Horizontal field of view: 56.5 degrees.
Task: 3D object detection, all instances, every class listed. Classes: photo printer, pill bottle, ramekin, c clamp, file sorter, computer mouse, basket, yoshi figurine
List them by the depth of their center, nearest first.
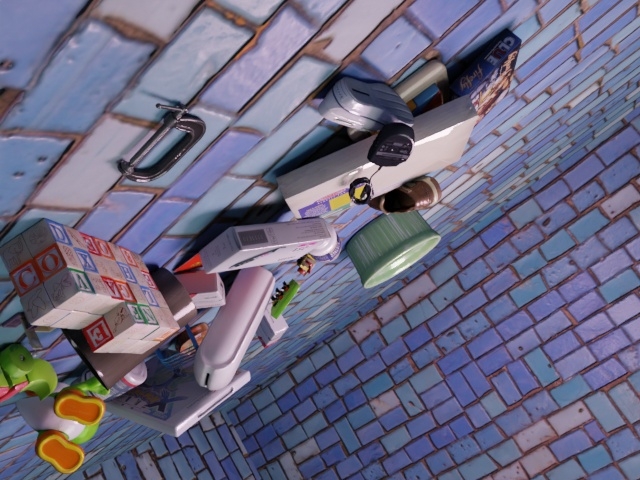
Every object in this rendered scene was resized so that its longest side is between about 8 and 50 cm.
[{"bbox_3d":[-0.228,-0.135,0.837,0.160,0.022,0.137,-42,168,25],"label":"c clamp"},{"bbox_3d":[0.107,-0.142,1.112,0.071,0.041,0.242,6,149,-18],"label":"computer mouse"},{"bbox_3d":[-0.376,0.168,1.200,0.227,0.154,0.204,-37,-174,-25],"label":"basket"},{"bbox_3d":[-0.573,0.418,1.384,0.203,0.203,0.362,-18,-175,-30],"label":"yoshi figurine"},{"bbox_3d":[-0.556,0.362,1.554,0.180,0.108,0.108,-29,166,11],"label":"pill bottle"},{"bbox_3d":[-0.230,0.239,1.558,0.256,0.107,0.308,115,0,-63],"label":"photo printer"},{"bbox_3d":[0.000,0.000,1.566,0.094,0.094,0.169,-33,165,1],"label":"pill bottle"},{"bbox_3d":[-0.388,0.267,1.587,0.104,0.118,0.170,-25,164,-15],"label":"file sorter"},{"bbox_3d":[0.232,0.015,1.978,0.303,0.148,0.303,-30,165,-9],"label":"ramekin"}]

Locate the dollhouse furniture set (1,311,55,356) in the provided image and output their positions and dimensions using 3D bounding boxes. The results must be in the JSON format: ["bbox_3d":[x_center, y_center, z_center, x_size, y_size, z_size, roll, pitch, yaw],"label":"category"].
[{"bbox_3d":[-0.503,0.168,1.108,0.091,0.081,0.114,-34,165,6],"label":"dollhouse furniture set"}]

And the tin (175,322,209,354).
[{"bbox_3d":[-0.398,0.310,1.857,0.106,0.040,0.190,-29,165,-29],"label":"tin"}]

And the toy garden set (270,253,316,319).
[{"bbox_3d":[-0.082,0.114,1.665,0.204,0.049,0.244,-54,-178,-4],"label":"toy garden set"}]

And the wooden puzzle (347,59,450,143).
[{"bbox_3d":[0.176,-0.252,1.228,0.221,0.044,0.238,-35,165,12],"label":"wooden puzzle"}]

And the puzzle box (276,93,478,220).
[{"bbox_3d":[0.118,-0.154,1.262,0.408,0.052,0.272,-23,168,0],"label":"puzzle box"}]

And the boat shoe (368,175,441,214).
[{"bbox_3d":[0.176,-0.108,1.465,0.095,0.095,0.257,-32,-168,-27],"label":"boat shoe"}]

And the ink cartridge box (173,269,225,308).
[{"bbox_3d":[-0.279,0.114,1.383,0.099,0.056,0.135,-6,162,-4],"label":"ink cartridge box"}]

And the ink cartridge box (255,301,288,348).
[{"bbox_3d":[-0.182,0.301,2.117,0.063,0.109,0.150,-22,162,-31],"label":"ink cartridge box"}]

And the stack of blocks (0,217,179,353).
[{"bbox_3d":[-0.361,0.088,0.973,0.087,0.171,0.297,-33,164,2],"label":"stack of blocks"}]

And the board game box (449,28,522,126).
[{"bbox_3d":[0.347,-0.324,1.284,0.165,0.042,0.243,-46,164,1],"label":"board game box"}]

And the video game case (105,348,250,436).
[{"bbox_3d":[-0.414,0.408,1.654,0.328,0.036,0.300,6,-160,31],"label":"video game case"}]

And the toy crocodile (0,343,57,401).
[{"bbox_3d":[-0.631,0.262,1.099,0.115,0.105,0.340,-34,164,5],"label":"toy crocodile"}]

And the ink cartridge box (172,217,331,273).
[{"bbox_3d":[-0.150,0.031,1.319,0.275,0.060,0.239,-8,161,-47],"label":"ink cartridge box"}]

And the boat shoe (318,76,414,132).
[{"bbox_3d":[0.080,-0.234,1.058,0.075,0.083,0.226,-29,157,34],"label":"boat shoe"}]
